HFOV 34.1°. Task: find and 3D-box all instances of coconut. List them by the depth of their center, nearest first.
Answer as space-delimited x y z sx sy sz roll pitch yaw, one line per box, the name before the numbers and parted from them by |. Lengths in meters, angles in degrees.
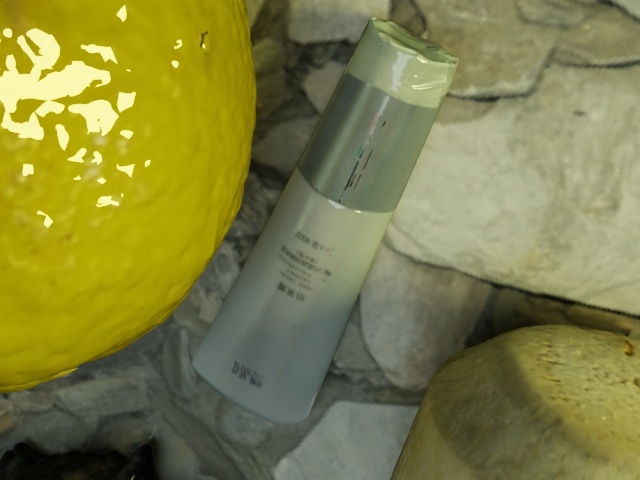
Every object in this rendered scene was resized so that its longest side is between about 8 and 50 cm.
coconut | 0.126 0.165 0.544 0.202 0.202 0.222 19 112 6

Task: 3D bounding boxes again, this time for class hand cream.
hand cream | 0.000 0.000 0.591 0.079 0.048 0.255 29 119 7

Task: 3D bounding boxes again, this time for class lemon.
lemon | -0.155 -0.073 0.483 0.268 0.268 0.322 3 135 13

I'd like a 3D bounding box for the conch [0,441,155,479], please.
conch | -0.195 0.272 0.691 0.240 0.186 0.313 37 100 -32
